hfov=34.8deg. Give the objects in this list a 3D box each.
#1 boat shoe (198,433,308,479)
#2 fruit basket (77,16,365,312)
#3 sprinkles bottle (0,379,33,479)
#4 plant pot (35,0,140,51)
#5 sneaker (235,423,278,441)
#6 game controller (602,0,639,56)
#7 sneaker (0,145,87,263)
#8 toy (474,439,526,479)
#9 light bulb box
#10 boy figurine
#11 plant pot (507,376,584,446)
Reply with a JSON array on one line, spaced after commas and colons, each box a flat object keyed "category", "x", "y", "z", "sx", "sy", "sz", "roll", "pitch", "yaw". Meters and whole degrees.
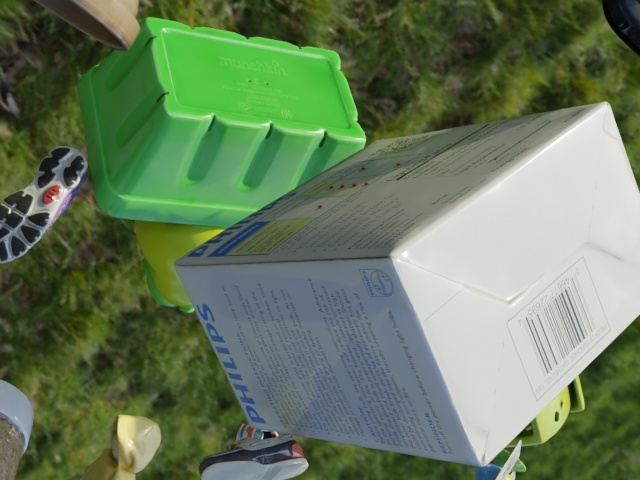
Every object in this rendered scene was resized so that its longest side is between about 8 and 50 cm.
[{"category": "boat shoe", "x": -0.072, "y": 0.224, "z": 1.051, "sx": 0.137, "sy": 0.043, "sz": 0.049, "roll": 5, "pitch": 137, "yaw": -44}, {"category": "fruit basket", "x": -0.155, "y": -0.092, "z": 1.423, "sx": 0.392, "sy": 0.283, "sz": 0.392, "roll": -12, "pitch": 149, "yaw": -7}, {"category": "sprinkles bottle", "x": -0.398, "y": 0.310, "z": 1.087, "sx": 0.121, "sy": 0.355, "sz": 0.121, "roll": -1, "pitch": 130, "yaw": -1}, {"category": "plant pot", "x": -0.285, "y": -0.319, "z": 1.119, "sx": 0.109, "sy": 0.237, "sz": 0.237, "roll": -58, "pitch": 150, "yaw": -3}, {"category": "sneaker", "x": -0.120, "y": 0.443, "z": 2.258, "sx": 0.161, "sy": 0.075, "sz": 0.057, "roll": 37, "pitch": 63, "yaw": -57}, {"category": "game controller", "x": 0.447, "y": -0.216, "z": 1.124, "sx": 0.067, "sy": 0.319, "sz": 0.166, "roll": -23, "pitch": -146, "yaw": 58}, {"category": "sneaker", "x": -0.339, "y": -0.035, "z": 1.246, "sx": 0.170, "sy": 0.068, "sz": 0.071, "roll": -51, "pitch": 167, "yaw": -20}, {"category": "toy", "x": 0.113, "y": 0.298, "z": 0.998, "sx": 0.237, "sy": 0.056, "sz": 0.137, "roll": -47, "pitch": 156, "yaw": -18}, {"category": "light bulb box", "x": 0.105, "y": 0.036, "z": 1.103, "sx": 0.358, "sy": 0.361, "sz": 0.225, "roll": -33, "pitch": 108, "yaw": -35}, {"category": "boy figurine", "x": -0.360, "y": 0.411, "z": 1.661, "sx": 0.092, "sy": 0.177, "sz": 0.285, "roll": 31, "pitch": 100, "yaw": -23}, {"category": "plant pot", "x": 0.370, "y": 0.261, "z": 1.981, "sx": 0.207, "sy": 0.228, "sz": 0.227, "roll": -15, "pitch": -179, "yaw": -43}]
